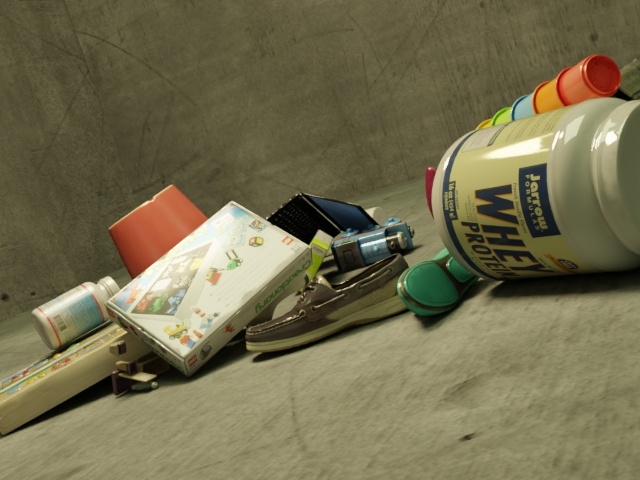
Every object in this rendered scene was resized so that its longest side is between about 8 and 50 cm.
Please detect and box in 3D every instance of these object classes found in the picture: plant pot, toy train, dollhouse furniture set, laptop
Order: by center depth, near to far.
[{"bbox_3d":[-0.272,0.198,1.491,0.081,0.091,0.114,5,16,34],"label":"dollhouse furniture set"},{"bbox_3d":[0.113,0.010,1.988,0.184,0.080,0.105,-14,16,16],"label":"toy train"},{"bbox_3d":[0.000,0.000,2.100,0.264,0.136,0.234,-38,-34,8],"label":"laptop"},{"bbox_3d":[-0.371,0.015,2.246,0.275,0.243,0.275,-34,7,5],"label":"plant pot"}]

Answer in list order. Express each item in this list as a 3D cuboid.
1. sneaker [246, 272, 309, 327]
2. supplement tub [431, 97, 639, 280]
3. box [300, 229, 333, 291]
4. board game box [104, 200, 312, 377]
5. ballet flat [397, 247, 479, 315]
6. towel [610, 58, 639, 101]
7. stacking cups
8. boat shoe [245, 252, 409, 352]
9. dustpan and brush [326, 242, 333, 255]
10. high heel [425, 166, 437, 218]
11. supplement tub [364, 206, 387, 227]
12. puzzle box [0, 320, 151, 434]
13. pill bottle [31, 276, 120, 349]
[{"bbox_3d":[-0.133,0.123,1.668,0.258,0.091,0.094,-38,17,16],"label":"sneaker"},{"bbox_3d":[0.341,-0.067,1.272,0.235,0.235,0.325,-23,8,-34],"label":"supplement tub"},{"bbox_3d":[-0.018,0.042,1.953,0.109,0.042,0.178,-63,0,10],"label":"box"},{"bbox_3d":[-0.184,0.072,1.546,0.193,0.053,0.305,30,56,29],"label":"board game box"},{"bbox_3d":[0.172,0.069,1.373,0.087,0.083,0.247,-44,-11,37],"label":"ballet flat"},{"bbox_3d":[0.580,-0.168,1.438,0.056,0.312,0.324,-57,-14,28],"label":"towel"},{"bbox_3d":[0.344,-0.188,1.407,0.096,0.096,0.316,-20,-4,-19],"label":"stacking cups"},{"bbox_3d":[0.012,0.097,1.431,0.285,0.092,0.103,-18,6,0],"label":"boat shoe"},{"bbox_3d":[-0.047,0.027,2.327,0.211,0.060,0.147,-23,8,-40],"label":"dustpan and brush"},{"bbox_3d":[0.383,-0.105,1.712,0.377,0.181,0.127,-20,7,-16],"label":"high heel"},{"bbox_3d":[0.119,-0.047,2.456,0.107,0.071,0.071,-13,8,39],"label":"supplement tub"},{"bbox_3d":[-0.397,0.199,1.640,0.409,0.052,0.272,-29,10,-19],"label":"puzzle box"},{"bbox_3d":[-0.457,0.134,1.737,0.160,0.087,0.087,-30,11,-28],"label":"pill bottle"}]
